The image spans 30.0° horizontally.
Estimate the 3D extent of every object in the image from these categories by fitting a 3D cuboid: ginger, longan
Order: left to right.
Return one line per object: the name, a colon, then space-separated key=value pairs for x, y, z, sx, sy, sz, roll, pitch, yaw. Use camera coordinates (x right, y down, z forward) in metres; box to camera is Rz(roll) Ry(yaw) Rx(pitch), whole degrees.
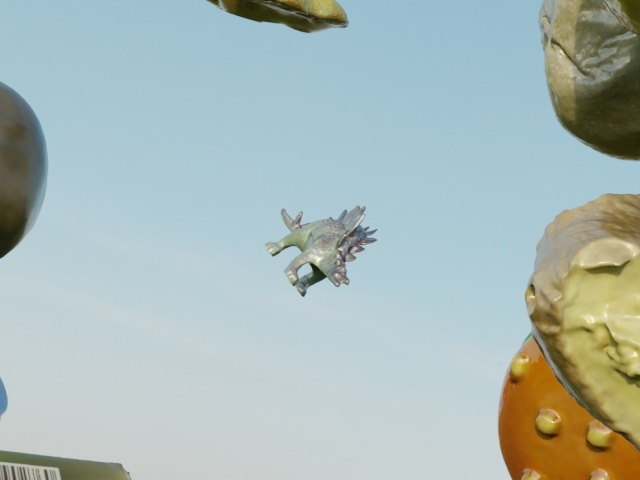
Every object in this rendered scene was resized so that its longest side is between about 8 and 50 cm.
longan: x=-0.524 y=-0.068 z=1.607 sx=0.288 sy=0.350 sz=0.288 roll=42 pitch=5 yaw=-4
ginger: x=0.239 y=0.066 z=0.817 sx=0.275 sy=0.221 sz=0.130 roll=16 pitch=-56 yaw=-38

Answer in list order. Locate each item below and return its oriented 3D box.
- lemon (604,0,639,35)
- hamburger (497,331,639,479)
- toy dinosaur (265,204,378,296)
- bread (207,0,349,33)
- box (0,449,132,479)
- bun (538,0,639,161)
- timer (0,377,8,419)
lemon: x=0.368 y=-0.329 z=1.195 sx=0.233 sy=0.288 sz=0.233 roll=5 pitch=-23 yaw=2
hamburger: x=0.444 y=0.252 z=1.607 sx=0.395 sy=0.396 sz=0.277 roll=-4 pitch=12 yaw=42
toy dinosaur: x=0.001 y=0.002 z=0.923 sx=0.039 sy=0.082 sz=0.209 roll=60 pitch=-5 yaw=-18
bread: x=-0.072 y=-0.334 z=1.600 sx=0.160 sy=0.088 sz=0.233 roll=-1 pitch=18 yaw=-42
box: x=-0.475 y=0.441 z=1.509 sx=0.373 sy=0.138 sz=0.420 roll=14 pitch=-57 yaw=-29
bun: x=0.401 y=-0.239 z=1.475 sx=0.281 sy=0.282 sz=0.205 roll=21 pitch=-27 yaw=-27
timer: x=-0.654 y=0.181 z=1.771 sx=0.173 sy=0.395 sz=0.395 roll=-32 pitch=-27 yaw=5
